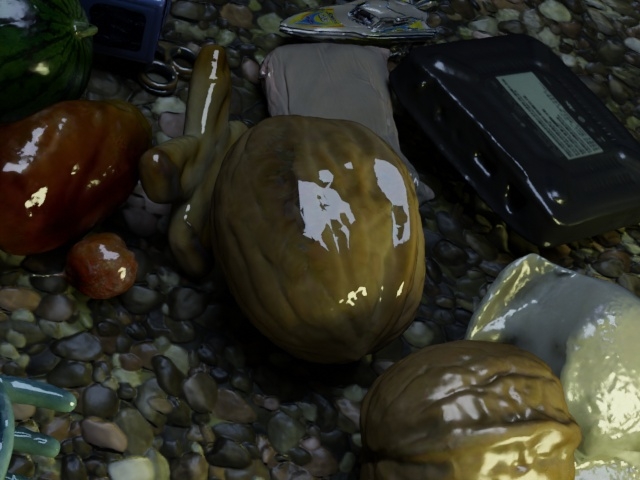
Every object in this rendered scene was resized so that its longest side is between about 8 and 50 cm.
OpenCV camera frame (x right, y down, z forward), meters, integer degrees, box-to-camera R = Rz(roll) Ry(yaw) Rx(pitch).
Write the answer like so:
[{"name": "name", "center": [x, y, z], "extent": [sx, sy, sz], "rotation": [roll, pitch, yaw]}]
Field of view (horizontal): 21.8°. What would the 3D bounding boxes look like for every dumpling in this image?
[{"name": "dumpling", "center": [0.264, 0.153, 1.667], "extent": [0.243, 0.175, 0.227], "rotation": [32, 72, 29]}]

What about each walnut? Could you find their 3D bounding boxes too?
[{"name": "walnut", "center": [0.142, 0.189, 1.544], "extent": [0.213, 0.213, 0.213], "rotation": [12, 45, -13]}, {"name": "walnut", "center": [0.000, 0.000, 1.643], "extent": [0.225, 0.225, 0.261], "rotation": [-7, 64, -29]}]

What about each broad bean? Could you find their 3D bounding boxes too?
[{"name": "broad bean", "center": [-0.261, -0.071, 1.632], "extent": [0.122, 0.156, 0.228], "rotation": [31, 41, 25]}]

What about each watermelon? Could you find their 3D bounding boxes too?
[{"name": "watermelon", "center": [-0.316, -0.203, 1.698], "extent": [0.214, 0.188, 0.188], "rotation": [-13, 42, 19]}]

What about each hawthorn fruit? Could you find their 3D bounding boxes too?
[{"name": "hawthorn fruit", "center": [-0.231, 0.031, 1.622], "extent": [0.103, 0.067, 0.067], "rotation": [-19, 58, -21]}]

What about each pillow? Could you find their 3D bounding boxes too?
[{"name": "pillow", "center": [0.026, -0.123, 1.871], "extent": [0.173, 0.067, 0.270], "rotation": [0, 50, -20]}]

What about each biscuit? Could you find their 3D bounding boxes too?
[{"name": "biscuit", "center": [-0.123, -0.082, 1.717], "extent": [0.047, 0.164, 0.208], "rotation": [-1, 40, 21]}]

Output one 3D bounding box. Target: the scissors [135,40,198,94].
[{"name": "scissors", "center": [-0.234, -0.246, 1.908], "extent": [0.220, 0.017, 0.088], "rotation": [39, 48, 15]}]

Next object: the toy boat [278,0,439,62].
[{"name": "toy boat", "center": [0.043, -0.259, 2.007], "extent": [0.210, 0.066, 0.084], "rotation": [-7, 51, -28]}]

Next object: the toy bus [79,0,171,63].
[{"name": "toy bus", "center": [-0.309, -0.293, 1.831], "extent": [0.292, 0.125, 0.133], "rotation": [13, 47, -6]}]

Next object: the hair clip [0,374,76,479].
[{"name": "hair clip", "center": [-0.309, 0.240, 1.214], "extent": [0.392, 0.318, 0.238], "rotation": [15, 42, -7]}]

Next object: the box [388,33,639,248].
[{"name": "box", "center": [0.253, -0.125, 1.943], "extent": [0.289, 0.073, 0.290], "rotation": [-13, 57, -47]}]
